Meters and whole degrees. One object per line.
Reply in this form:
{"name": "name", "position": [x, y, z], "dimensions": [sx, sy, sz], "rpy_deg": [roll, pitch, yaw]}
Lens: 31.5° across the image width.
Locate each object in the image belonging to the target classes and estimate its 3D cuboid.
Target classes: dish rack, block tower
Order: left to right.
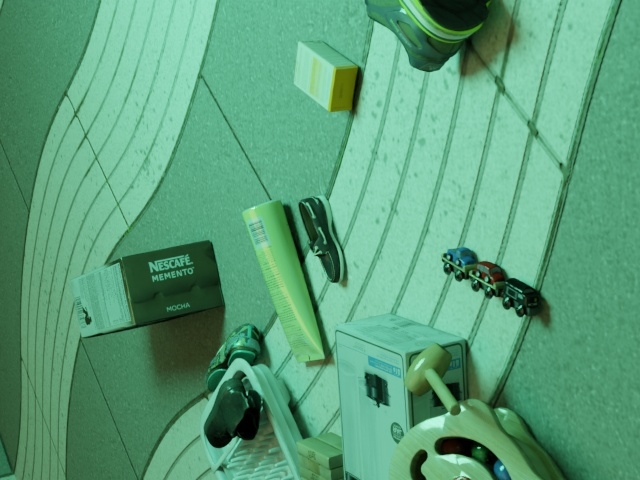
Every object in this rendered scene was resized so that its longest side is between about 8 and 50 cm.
{"name": "dish rack", "position": [-0.075, 0.370, 1.775], "dimensions": [0.332, 0.072, 0.285], "rpy_deg": [65, 147, 25]}
{"name": "block tower", "position": [0.043, 0.439, 1.570], "dimensions": [0.097, 0.091, 0.335], "rpy_deg": [11, 109, 60]}

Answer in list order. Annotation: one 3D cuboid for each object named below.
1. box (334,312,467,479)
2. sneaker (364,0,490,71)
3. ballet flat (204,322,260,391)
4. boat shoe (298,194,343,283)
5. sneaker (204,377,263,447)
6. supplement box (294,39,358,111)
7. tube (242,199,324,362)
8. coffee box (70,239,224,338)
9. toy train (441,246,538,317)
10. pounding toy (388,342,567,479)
{"name": "box", "position": [0.103, 0.250, 1.406], "dimensions": [0.169, 0.087, 0.289], "rpy_deg": [17, 114, 58]}
{"name": "sneaker", "position": [0.075, -0.313, 1.257], "dimensions": [0.300, 0.111, 0.121], "rpy_deg": [67, 152, 26]}
{"name": "ballet flat", "position": [-0.140, 0.190, 1.854], "dimensions": [0.188, 0.070, 0.070], "rpy_deg": [-48, 58, 53]}
{"name": "boat shoe", "position": [0.000, 0.000, 1.554], "dimensions": [0.046, 0.038, 0.125], "rpy_deg": [-18, 84, 61]}
{"name": "sneaker", "position": [-0.130, 0.276, 1.715], "dimensions": [0.089, 0.051, 0.170], "rpy_deg": [55, 139, 42]}
{"name": "supplement box", "position": [0.006, -0.215, 1.475], "dimensions": [0.098, 0.036, 0.062], "rpy_deg": [44, 136, 45]}
{"name": "tube", "position": [-0.050, 0.062, 1.653], "dimensions": [0.070, 0.062, 0.240], "rpy_deg": [-6, -102, -76]}
{"name": "coffee box", "position": [-0.311, 0.090, 1.998], "dimensions": [0.297, 0.168, 0.118], "rpy_deg": [-18, 84, 60]}
{"name": "toy train", "position": [0.185, 0.041, 1.256], "dimensions": [0.158, 0.027, 0.036], "rpy_deg": [32, 123, 52]}
{"name": "pounding toy", "position": [0.145, 0.251, 1.217], "dimensions": [0.154, 0.155, 0.269], "rpy_deg": [-50, 50, 16]}
